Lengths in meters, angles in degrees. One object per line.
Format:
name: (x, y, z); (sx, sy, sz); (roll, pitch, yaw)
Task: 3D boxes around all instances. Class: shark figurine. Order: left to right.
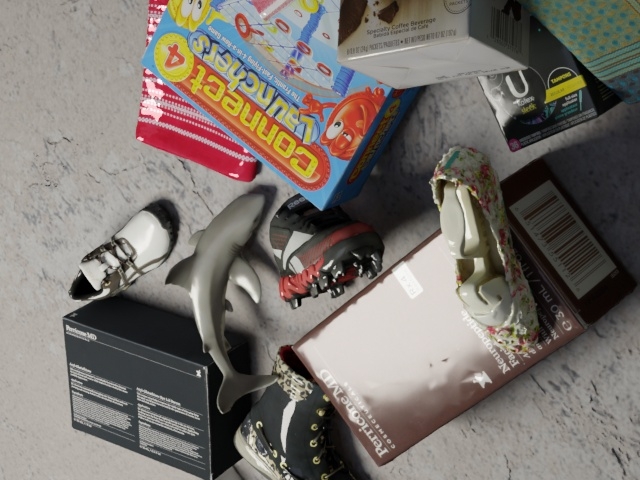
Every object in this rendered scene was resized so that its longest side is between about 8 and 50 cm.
shark figurine: (-0.151, 0.078, 2.096); (0.166, 0.116, 0.278); (1, 91, 42)

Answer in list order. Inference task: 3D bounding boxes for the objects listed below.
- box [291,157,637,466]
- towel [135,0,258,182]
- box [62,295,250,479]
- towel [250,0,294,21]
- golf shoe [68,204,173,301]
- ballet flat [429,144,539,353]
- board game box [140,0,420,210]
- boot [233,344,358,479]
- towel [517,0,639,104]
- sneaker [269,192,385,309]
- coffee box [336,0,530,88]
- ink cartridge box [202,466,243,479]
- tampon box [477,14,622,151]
box: (0.159, 0.090, 1.886); (0.191, 0.143, 0.381); (53, 133, 5)
towel: (-0.150, -0.223, 2.049); (0.199, 0.031, 0.275); (24, 122, 26)
box: (-0.228, 0.201, 2.250); (0.261, 0.103, 0.184); (16, 122, 32)
towel: (-0.064, -0.364, 1.803); (0.144, 0.029, 0.197); (-35, 87, 34)
golf shoe: (-0.276, 0.029, 2.216); (0.077, 0.094, 0.198); (51, 129, 9)
ballet flat: (0.165, 0.019, 1.710); (0.091, 0.077, 0.241); (-10, 103, 38)
board game box: (-0.024, -0.248, 1.880); (0.308, 0.086, 0.302); (39, 120, 16)
boot: (0.002, 0.263, 2.116); (0.236, 0.085, 0.179); (36, 125, 20)
towel: (0.293, -0.269, 1.494); (0.271, 0.040, 0.370); (-17, 140, 40)
sneaker: (-0.001, 0.000, 1.940); (0.276, 0.097, 0.135); (149, 106, -74)
coffee box: (0.121, -0.321, 1.654); (0.168, 0.119, 0.297); (-6, 75, 38)
ink cartridge box: (-0.157, 0.389, 2.289); (0.090, 0.092, 0.143); (53, 130, 6)
tampon box: (0.238, -0.198, 1.718); (0.120, 0.101, 0.161); (-23, 95, 40)
